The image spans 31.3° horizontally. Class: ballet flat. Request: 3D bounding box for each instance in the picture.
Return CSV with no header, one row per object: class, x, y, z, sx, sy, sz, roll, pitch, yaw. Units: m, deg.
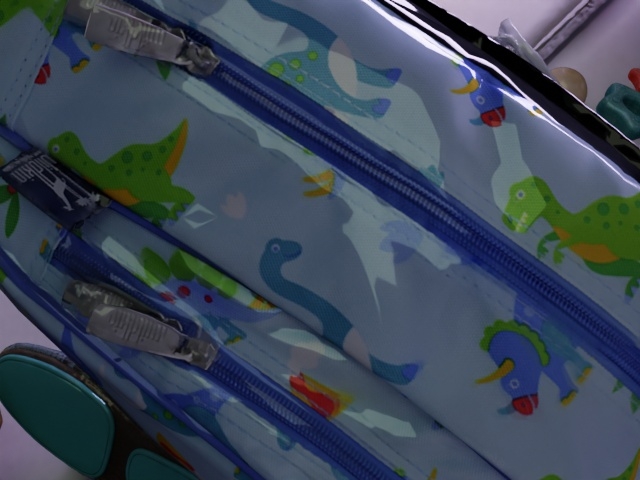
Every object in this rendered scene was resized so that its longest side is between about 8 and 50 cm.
ballet flat,-0.104,0.114,0.662,0.188,0.070,0.070,33,73,16

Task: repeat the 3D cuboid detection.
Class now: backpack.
backpack,0.000,0.000,0.493,0.355,0.290,0.273,20,76,11

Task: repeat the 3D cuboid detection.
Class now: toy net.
toy net,0.174,-0.090,0.664,0.232,0.045,0.122,19,44,-10

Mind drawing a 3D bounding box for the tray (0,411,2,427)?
tray,-0.335,0.250,0.584,0.203,0.076,0.411,18,67,-5
